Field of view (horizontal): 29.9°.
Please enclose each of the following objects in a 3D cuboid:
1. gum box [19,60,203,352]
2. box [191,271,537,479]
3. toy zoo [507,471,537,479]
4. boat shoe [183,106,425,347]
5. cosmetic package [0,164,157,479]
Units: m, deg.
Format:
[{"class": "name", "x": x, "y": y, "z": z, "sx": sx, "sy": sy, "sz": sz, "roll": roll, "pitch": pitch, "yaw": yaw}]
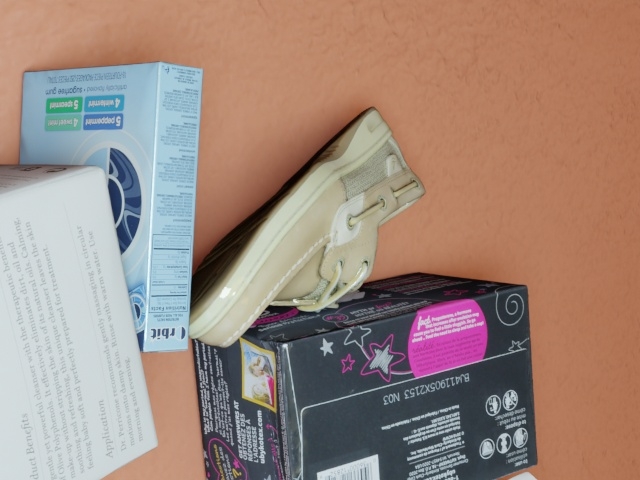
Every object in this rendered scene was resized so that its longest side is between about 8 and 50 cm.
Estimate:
[{"class": "gum box", "x": -0.148, "y": -0.024, "z": 0.815, "sx": 0.041, "sy": 0.157, "sz": 0.184, "roll": 3, "pitch": 91, "yaw": -46}, {"class": "box", "x": 0.038, "y": 0.126, "z": 0.971, "sx": 0.247, "sy": 0.142, "sz": 0.163, "roll": -10, "pitch": 100, "yaw": -34}, {"class": "toy zoo", "x": 0.095, "y": 0.306, "z": 0.996, "sx": 0.192, "sy": 0.030, "sz": 0.293, "roll": -23, "pitch": 138, "yaw": -30}, {"class": "boat shoe", "x": 0.000, "y": 0.000, "z": 0.897, "sx": 0.098, "sy": 0.109, "sz": 0.302, "roll": 49, "pitch": 36, "yaw": -6}, {"class": "cosmetic package", "x": -0.281, "y": 0.090, "z": 0.655, "sx": 0.365, "sy": 0.155, "sz": 0.197, "roll": -22, "pitch": 109, "yaw": -46}]
